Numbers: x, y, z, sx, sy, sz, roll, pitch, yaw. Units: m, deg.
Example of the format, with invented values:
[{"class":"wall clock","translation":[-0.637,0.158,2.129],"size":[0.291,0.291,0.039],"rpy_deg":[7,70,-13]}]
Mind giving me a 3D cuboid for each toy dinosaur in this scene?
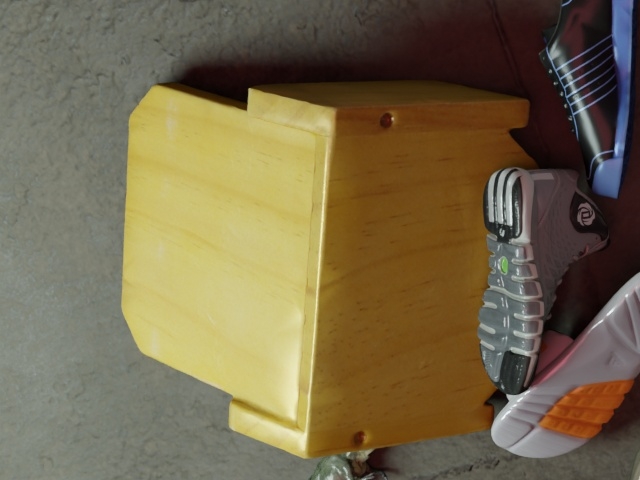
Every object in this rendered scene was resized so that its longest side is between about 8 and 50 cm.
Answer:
[{"class":"toy dinosaur","translation":[0.017,0.296,1.811],"size":[0.118,0.064,0.268],"rpy_deg":[42,113,5]}]

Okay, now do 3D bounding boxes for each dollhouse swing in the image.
[{"class":"dollhouse swing","translation":[0.000,0.000,1.734],"size":[0.315,0.305,0.346],"rpy_deg":[-5,107,-29]}]

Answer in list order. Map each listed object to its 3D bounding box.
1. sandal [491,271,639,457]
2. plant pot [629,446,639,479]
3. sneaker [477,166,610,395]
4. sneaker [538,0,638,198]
[{"class":"sandal","translation":[0.273,0.112,1.692],"size":[0.102,0.076,0.265],"rpy_deg":[29,113,-26]},{"class":"plant pot","translation":[0.447,0.307,1.597],"size":[0.323,0.280,0.323],"rpy_deg":[3,104,13]},{"class":"sneaker","translation":[0.229,0.036,1.648],"size":[0.132,0.086,0.228],"rpy_deg":[-9,109,-30]},{"class":"sneaker","translation":[0.257,-0.157,1.626],"size":[0.090,0.081,0.232],"rpy_deg":[3,98,15]}]
